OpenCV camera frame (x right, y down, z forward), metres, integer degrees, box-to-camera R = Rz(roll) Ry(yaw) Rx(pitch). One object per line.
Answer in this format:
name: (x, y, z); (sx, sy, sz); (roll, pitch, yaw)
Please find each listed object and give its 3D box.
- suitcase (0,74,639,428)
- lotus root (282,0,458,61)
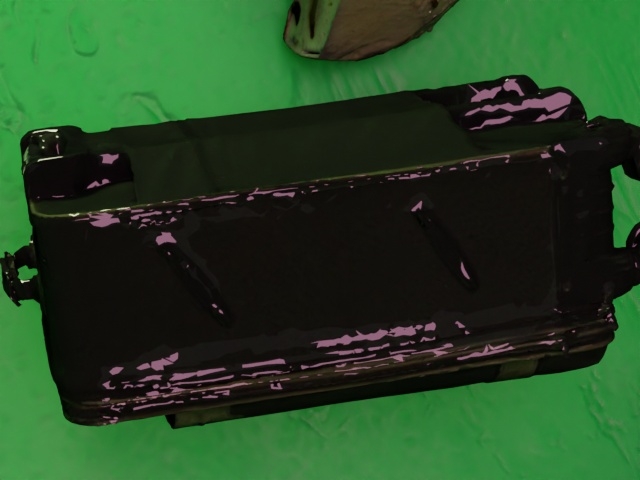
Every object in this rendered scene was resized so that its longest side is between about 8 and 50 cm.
suitcase: (0.000, 0.000, 1.069); (0.434, 0.283, 0.194); (-7, 104, -11)
lotus root: (0.056, -0.198, 1.171); (0.144, 0.070, 0.143); (-10, 131, -25)
